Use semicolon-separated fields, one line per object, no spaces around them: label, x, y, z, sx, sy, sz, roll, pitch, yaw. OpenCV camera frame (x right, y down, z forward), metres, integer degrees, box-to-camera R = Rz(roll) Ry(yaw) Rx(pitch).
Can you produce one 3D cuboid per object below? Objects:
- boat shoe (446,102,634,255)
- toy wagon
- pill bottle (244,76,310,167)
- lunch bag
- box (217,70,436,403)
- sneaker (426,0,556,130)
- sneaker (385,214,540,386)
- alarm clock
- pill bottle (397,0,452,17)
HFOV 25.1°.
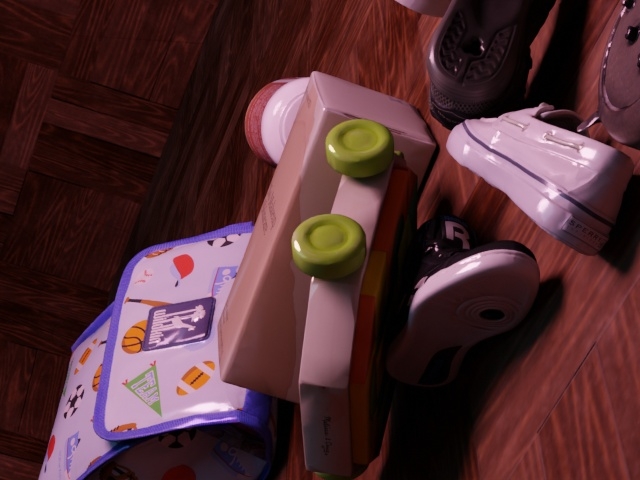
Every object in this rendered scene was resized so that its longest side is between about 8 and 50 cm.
boat shoe;0.160;-0.056;1.009;0.076;0.083;0.226;-56;25;8
toy wagon;0.038;0.027;1.222;0.344;0.068;0.267;-72;-15;-44
pill bottle;-0.019;-0.138;1.752;0.216;0.121;0.121;-150;78;-77
lunch bag;-0.179;0.191;1.781;0.385;0.239;0.328;-41;29;37
box;0.000;0.000;1.484;0.148;0.121;0.311;-105;34;-69
sneaker;0.145;-0.178;1.164;0.130;0.087;0.227;94;-161;-63
sneaker;0.104;0.020;1.104;0.217;0.079;0.121;125;157;-58
alarm clock;0.222;-0.129;0.849;0.129;0.064;0.192;-91;25;-54
pill bottle;0.139;-0.330;1.271;0.146;0.146;0.264;-89;20;-51
